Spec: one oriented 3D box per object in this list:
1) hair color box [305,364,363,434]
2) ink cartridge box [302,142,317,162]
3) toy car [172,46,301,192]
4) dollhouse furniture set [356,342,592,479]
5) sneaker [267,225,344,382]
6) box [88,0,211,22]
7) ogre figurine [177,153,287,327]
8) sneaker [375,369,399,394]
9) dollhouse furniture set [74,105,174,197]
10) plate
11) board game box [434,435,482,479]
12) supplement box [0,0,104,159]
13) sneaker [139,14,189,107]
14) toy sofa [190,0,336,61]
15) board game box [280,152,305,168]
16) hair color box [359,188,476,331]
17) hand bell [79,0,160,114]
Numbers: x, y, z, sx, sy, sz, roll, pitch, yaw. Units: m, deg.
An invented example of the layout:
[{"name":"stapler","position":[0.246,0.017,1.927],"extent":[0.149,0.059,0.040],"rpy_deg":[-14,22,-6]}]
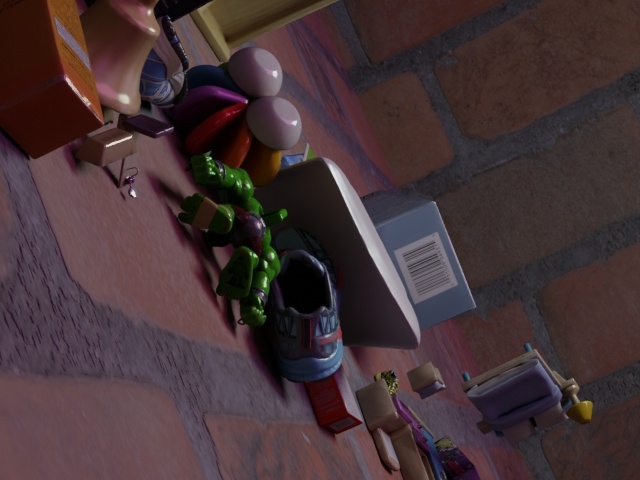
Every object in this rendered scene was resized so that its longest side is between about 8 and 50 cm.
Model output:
[{"name":"hair color box","position":[0.005,0.175,1.797],"extent":[0.141,0.043,0.072],"rpy_deg":[70,11,24]},{"name":"ink cartridge box","position":[0.000,0.000,2.073],"extent":[0.255,0.097,0.189],"rpy_deg":[61,10,-13]},{"name":"toy car","position":[-0.121,-0.151,1.743],"extent":[0.136,0.159,0.182],"rpy_deg":[3,54,-37]},{"name":"dollhouse furniture set","position":[0.262,0.295,2.093],"extent":[0.286,0.303,0.198],"rpy_deg":[50,16,-56]},{"name":"sneaker","position":[-0.016,0.050,1.710],"extent":[0.262,0.104,0.125],"rpy_deg":[-103,-171,-52]},{"name":"box","position":[-0.136,-0.408,1.726],"extent":[0.179,0.312,0.343],"rpy_deg":[62,9,-15]},{"name":"ogre figurine","position":[-0.092,-0.007,1.592],"extent":[0.197,0.097,0.118],"rpy_deg":[53,21,0]},{"name":"sneaker","position":[0.111,0.238,2.233],"extent":[0.031,0.035,0.083],"rpy_deg":[56,12,-36]},{"name":"dollhouse furniture set","position":[-0.216,-0.077,1.356],"extent":[0.114,0.091,0.081],"rpy_deg":[-32,140,-59]},{"name":"plate","position":[0.018,0.015,1.848],"extent":[0.277,0.045,0.278],"rpy_deg":[-7,-68,63]},{"name":"board game box","position":[0.298,0.515,2.371],"extent":[0.347,0.056,0.208],"rpy_deg":[63,-8,-9]},{"name":"supplement box","position":[-0.256,-0.188,1.218],"extent":[0.080,0.078,0.233],"rpy_deg":[51,17,-54]},{"name":"sneaker","position":[-0.199,-0.196,1.574],"extent":[0.211,0.081,0.080],"rpy_deg":[108,-43,-78]},{"name":"toy sofa","position":[-0.042,-0.450,2.208],"extent":[0.150,0.362,0.177],"rpy_deg":[56,18,-38]},{"name":"board game box","position":[-0.022,-0.065,2.290],"extent":[0.160,0.039,0.211],"rpy_deg":[65,8,-1]},{"name":"hair color box","position":[0.128,0.026,2.318],"extent":[0.374,0.113,0.185],"rpy_deg":[-153,-139,-79]},{"name":"hand bell","position":[-0.156,-0.252,1.335],"extent":[0.126,0.242,0.126],"rpy_deg":[37,16,-13]}]
